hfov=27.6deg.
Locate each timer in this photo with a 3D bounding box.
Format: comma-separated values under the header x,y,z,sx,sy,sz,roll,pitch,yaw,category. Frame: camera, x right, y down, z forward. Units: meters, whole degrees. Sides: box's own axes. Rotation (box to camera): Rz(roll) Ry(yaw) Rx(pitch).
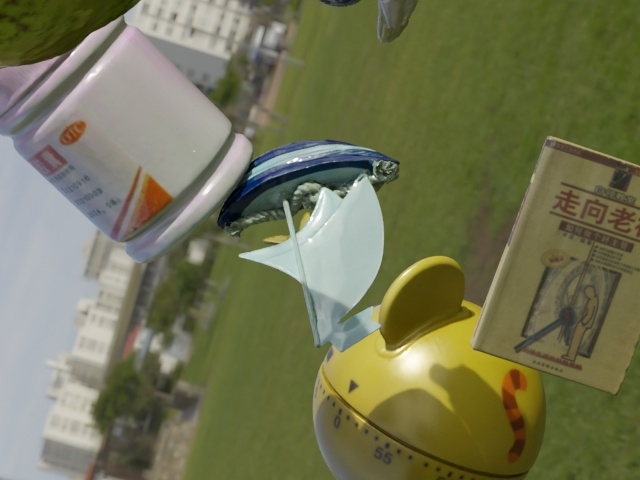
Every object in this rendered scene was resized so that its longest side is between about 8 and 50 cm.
x,y,z,sx,sy,sz,roll,pitch,yaw,category
0.173,0.205,1.885,0.376,0.376,0.387,-94,25,-75,timer

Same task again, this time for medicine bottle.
x,y,z,sx,sy,sz,roll,pitch,yaw,category
-0.251,-0.147,1.498,0.202,0.316,0.202,-40,17,15,medicine bottle

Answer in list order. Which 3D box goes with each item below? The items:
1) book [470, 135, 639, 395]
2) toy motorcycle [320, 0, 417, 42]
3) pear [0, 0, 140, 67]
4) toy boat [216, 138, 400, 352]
x,y,z,sx,sy,sz,roll,pitch,yaw,category
0.263,0.028,1.301,0.026,0.161,0.231,-72,1,-77,book
0.081,-0.344,1.301,0.108,0.223,0.341,-50,-14,-38,toy motorcycle
-0.281,-0.309,1.024,0.391,0.391,0.391,-163,90,-85,pear
0.000,0.000,1.427,0.291,0.220,0.067,-105,-6,-45,toy boat
